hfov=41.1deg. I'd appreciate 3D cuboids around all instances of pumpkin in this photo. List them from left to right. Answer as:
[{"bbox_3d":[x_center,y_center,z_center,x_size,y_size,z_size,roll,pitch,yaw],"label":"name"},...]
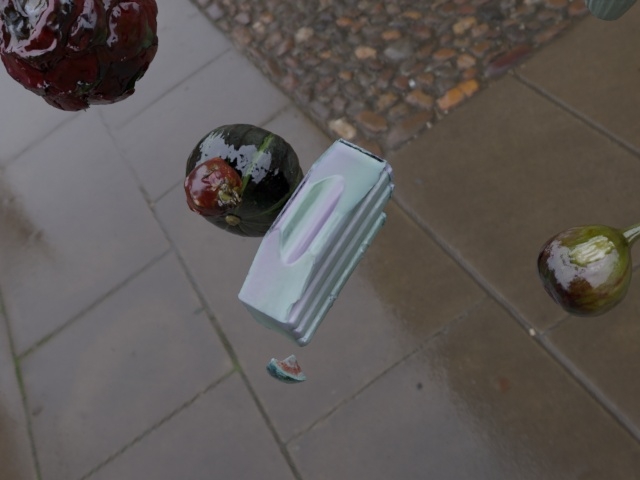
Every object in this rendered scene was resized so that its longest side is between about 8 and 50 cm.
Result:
[{"bbox_3d":[-0.192,-0.147,2.187,0.323,0.323,0.241,0,51,34],"label":"pumpkin"}]

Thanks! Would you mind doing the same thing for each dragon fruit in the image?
[{"bbox_3d":[-0.450,-0.393,1.571,0.329,0.329,0.329,-19,43,18],"label":"dragon fruit"},{"bbox_3d":[-0.212,-0.101,1.788,0.125,0.125,0.246,-22,21,-13],"label":"dragon fruit"}]

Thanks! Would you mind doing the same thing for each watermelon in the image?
[{"bbox_3d":[-0.071,0.248,1.692,0.085,0.085,0.061,5,56,37],"label":"watermelon"}]

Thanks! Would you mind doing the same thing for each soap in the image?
[{"bbox_3d":[0.000,0.000,1.974,0.156,0.261,0.446,28,75,22],"label":"soap"}]

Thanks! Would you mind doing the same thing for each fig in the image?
[{"bbox_3d":[0.450,0.016,1.292,0.245,0.149,0.149,-33,40,11],"label":"fig"}]

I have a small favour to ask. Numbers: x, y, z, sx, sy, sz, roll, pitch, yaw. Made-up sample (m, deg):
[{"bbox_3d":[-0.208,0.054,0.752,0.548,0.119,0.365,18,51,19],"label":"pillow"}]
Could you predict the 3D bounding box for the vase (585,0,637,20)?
[{"bbox_3d":[0.478,-0.441,1.323,0.128,0.248,0.128,1,66,-1],"label":"vase"}]
